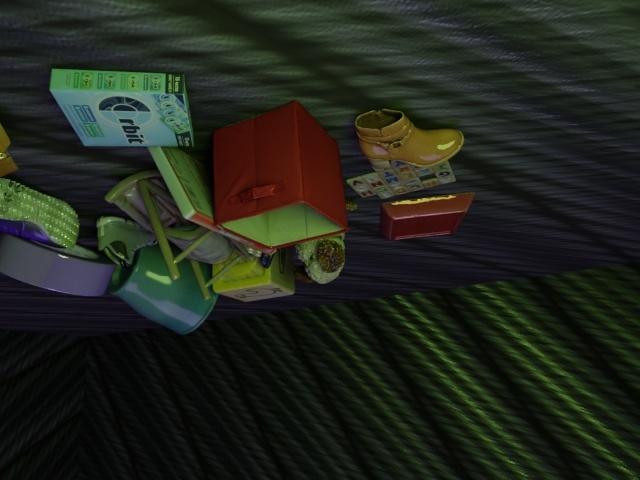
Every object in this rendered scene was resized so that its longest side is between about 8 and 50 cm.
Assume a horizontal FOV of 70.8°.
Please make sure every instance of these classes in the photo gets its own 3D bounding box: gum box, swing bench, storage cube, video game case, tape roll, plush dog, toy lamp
[{"bbox_3d":[-0.307,-0.207,0.729,0.184,0.041,0.157,-2,162,-11],"label":"gum box"},{"bbox_3d":[-0.311,-0.024,1.043,0.165,0.255,0.253,-41,166,-9],"label":"swing bench"},{"bbox_3d":[-0.073,-0.109,0.849,0.183,0.193,0.215,-13,161,23],"label":"storage cube"},{"bbox_3d":[-0.209,-0.082,0.904,0.025,0.204,0.285,-39,153,10],"label":"video game case"},{"bbox_3d":[-0.681,0.053,1.165,0.275,0.090,0.275,22,178,1],"label":"tape roll"},{"bbox_3d":[0.000,0.000,1.154,0.210,0.225,0.262,1,161,-18],"label":"plush dog"},{"bbox_3d":[-0.260,0.003,1.224,0.274,0.080,0.080,20,160,-1],"label":"toy lamp"}]

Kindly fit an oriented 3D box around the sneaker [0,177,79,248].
[{"bbox_3d":[-0.688,-0.060,1.020,0.146,0.102,0.293,-1,160,11],"label":"sneaker"}]

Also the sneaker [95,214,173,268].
[{"bbox_3d":[-0.496,0.017,1.231,0.228,0.132,0.086,11,157,-40],"label":"sneaker"}]

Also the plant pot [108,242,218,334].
[{"bbox_3d":[-0.490,0.123,1.390,0.271,0.272,0.255,-19,144,37],"label":"plant pot"}]

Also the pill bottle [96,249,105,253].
[{"bbox_3d":[-0.689,0.080,1.439,0.169,0.094,0.094,6,160,-30],"label":"pill bottle"}]

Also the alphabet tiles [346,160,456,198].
[{"bbox_3d":[0.192,-0.152,1.088,0.237,0.009,0.198,-13,161,22],"label":"alphabet tiles"}]

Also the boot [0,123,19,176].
[{"bbox_3d":[-0.591,-0.161,0.648,0.211,0.104,0.295,-35,163,-23],"label":"boot"}]

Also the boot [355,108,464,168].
[{"bbox_3d":[0.167,-0.197,0.843,0.197,0.073,0.152,-12,157,14],"label":"boot"}]

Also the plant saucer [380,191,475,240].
[{"bbox_3d":[0.311,-0.060,1.347,0.259,0.048,0.258,-7,162,4],"label":"plant saucer"}]

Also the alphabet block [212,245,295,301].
[{"bbox_3d":[-0.201,0.071,1.382,0.192,0.193,0.197,-12,161,16],"label":"alphabet block"}]
